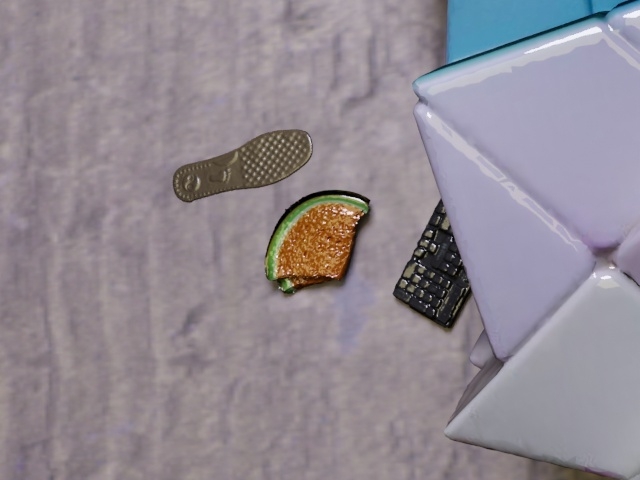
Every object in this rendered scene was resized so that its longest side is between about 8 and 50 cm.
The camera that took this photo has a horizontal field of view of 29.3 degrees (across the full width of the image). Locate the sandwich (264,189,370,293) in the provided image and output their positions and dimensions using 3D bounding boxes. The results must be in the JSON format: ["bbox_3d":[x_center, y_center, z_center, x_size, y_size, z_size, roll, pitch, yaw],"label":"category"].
[{"bbox_3d":[-0.004,0.001,1.009,0.069,0.026,0.101,25,97,17],"label":"sandwich"}]

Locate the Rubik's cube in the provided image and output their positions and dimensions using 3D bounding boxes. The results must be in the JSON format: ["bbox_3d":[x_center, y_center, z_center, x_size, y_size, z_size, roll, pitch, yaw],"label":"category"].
[{"bbox_3d":[0.252,-0.026,0.725,0.387,0.358,0.368,-15,99,22],"label":"Rubik's cube"}]

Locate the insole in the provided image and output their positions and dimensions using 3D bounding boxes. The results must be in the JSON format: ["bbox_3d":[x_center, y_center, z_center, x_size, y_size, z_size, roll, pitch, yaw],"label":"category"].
[{"bbox_3d":[-0.068,-0.064,1.051,0.135,0.002,0.045,-15,79,20],"label":"insole"}]

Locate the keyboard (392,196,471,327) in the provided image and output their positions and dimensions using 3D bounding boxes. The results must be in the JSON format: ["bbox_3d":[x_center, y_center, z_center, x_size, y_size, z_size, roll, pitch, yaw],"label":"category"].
[{"bbox_3d":[0.122,-0.028,0.966,0.060,0.018,0.195,29,95,24],"label":"keyboard"}]
